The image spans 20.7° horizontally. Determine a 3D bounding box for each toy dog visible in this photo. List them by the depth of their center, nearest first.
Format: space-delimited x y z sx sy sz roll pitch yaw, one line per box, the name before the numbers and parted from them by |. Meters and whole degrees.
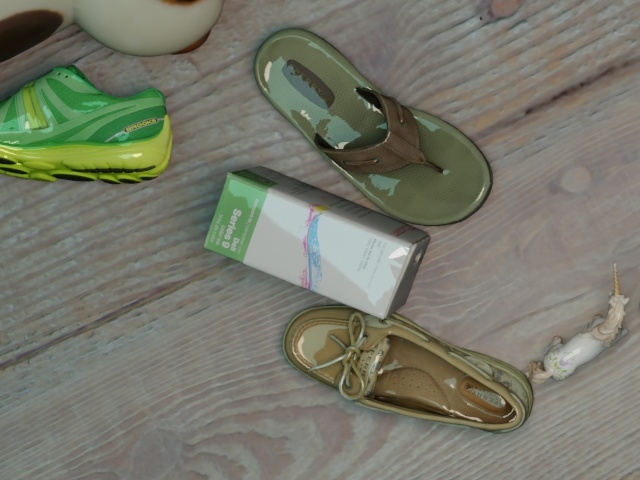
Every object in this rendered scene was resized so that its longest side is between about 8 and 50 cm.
toy dog | -0.298 -0.304 1.846 0.408 0.284 0.395 -1 64 -5

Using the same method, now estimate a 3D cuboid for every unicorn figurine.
unicorn figurine | 0.285 0.102 1.856 0.060 0.111 0.162 40 98 7

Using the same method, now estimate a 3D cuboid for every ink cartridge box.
ink cartridge box | 0.000 0.000 1.881 0.212 0.154 0.093 20 98 8

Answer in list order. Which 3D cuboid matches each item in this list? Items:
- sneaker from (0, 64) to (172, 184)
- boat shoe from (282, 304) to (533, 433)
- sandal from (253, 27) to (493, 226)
sneaker | -0.306 -0.134 1.970 0.296 0.109 0.123 6 75 9
boat shoe | 0.092 0.139 1.903 0.285 0.089 0.104 14 95 10
sandal | 0.047 -0.117 1.902 0.303 0.086 0.120 35 98 6
